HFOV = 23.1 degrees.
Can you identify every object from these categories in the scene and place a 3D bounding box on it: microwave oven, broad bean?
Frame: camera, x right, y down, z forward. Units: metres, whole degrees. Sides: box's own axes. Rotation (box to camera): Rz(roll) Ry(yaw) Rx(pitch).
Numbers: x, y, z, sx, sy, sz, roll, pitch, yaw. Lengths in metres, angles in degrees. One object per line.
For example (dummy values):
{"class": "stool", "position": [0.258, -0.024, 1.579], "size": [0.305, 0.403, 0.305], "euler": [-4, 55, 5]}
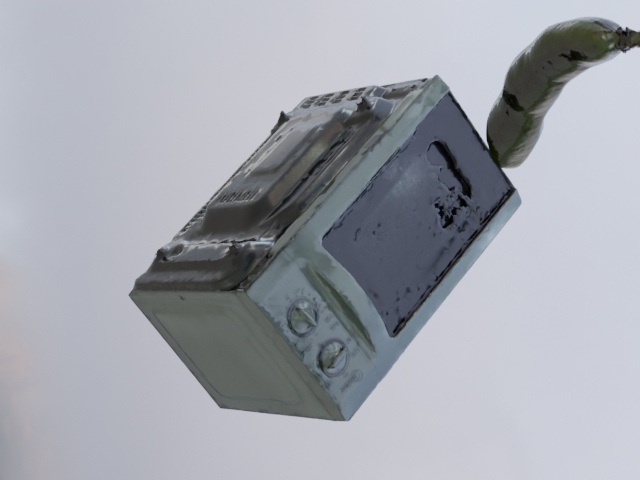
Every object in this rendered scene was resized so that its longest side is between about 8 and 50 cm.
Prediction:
{"class": "microwave oven", "position": [0.000, 0.000, 1.466], "size": [0.237, 0.295, 0.181], "euler": [-1, -48, 53]}
{"class": "broad bean", "position": [0.165, -0.110, 1.128], "size": [0.069, 0.039, 0.227], "euler": [51, -25, 1]}
